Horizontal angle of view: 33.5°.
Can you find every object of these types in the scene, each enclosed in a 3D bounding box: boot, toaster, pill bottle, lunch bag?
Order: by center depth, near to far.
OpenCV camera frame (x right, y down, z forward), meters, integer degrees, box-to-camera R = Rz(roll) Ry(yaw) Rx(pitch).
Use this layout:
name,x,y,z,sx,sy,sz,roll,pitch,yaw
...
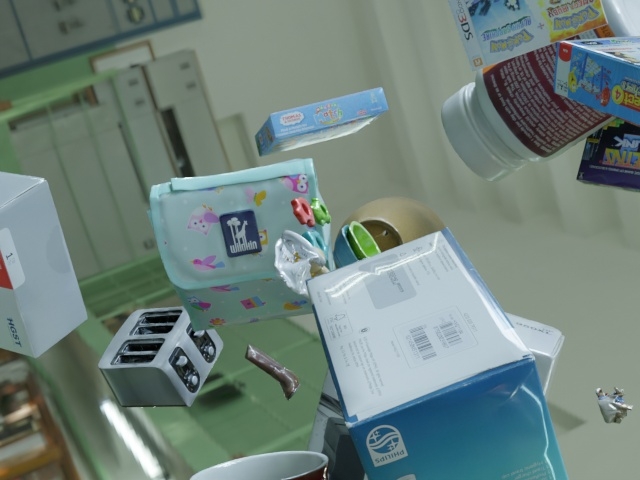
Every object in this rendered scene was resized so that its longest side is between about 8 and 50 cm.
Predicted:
name,x,y,z,sx,sy,sz,roll,pitch,yaw
lunch bag,-0.097,-0.003,1.421,0.262,0.223,0.160,79,4,-57
boot,-0.091,0.232,1.892,0.114,0.037,0.106,39,3,-7
toaster,-0.293,0.212,1.923,0.186,0.168,0.110,-5,-55,28
pill bottle,0.426,-0.283,1.936,0.392,0.224,0.224,-34,-105,34

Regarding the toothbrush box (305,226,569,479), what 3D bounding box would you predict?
name,x,y,z,sx,sy,sz,roll,pitch,yaw
toothbrush box,0.102,0.174,0.781,0.216,0.126,0.295,-110,-179,-67

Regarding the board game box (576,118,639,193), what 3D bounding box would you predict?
name,x,y,z,sx,sy,sz,roll,pitch,yaw
board game box,0.576,-0.163,1.974,0.170,0.048,0.141,12,-94,37

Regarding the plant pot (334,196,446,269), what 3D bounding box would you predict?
name,x,y,z,sx,sy,sz,roll,pitch,yaw
plant pot,0.120,0.023,2.028,0.237,0.237,0.254,66,11,8

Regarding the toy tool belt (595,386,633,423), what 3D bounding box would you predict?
name,x,y,z,sx,sy,sz,roll,pitch,yaw
toy tool belt,0.478,0.264,1.723,0.083,0.051,0.052,-57,126,-72

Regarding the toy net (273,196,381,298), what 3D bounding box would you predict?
name,x,y,z,sx,sy,sz,roll,pitch,yaw
toy net,0.000,0.000,1.198,0.122,0.045,0.232,61,19,4

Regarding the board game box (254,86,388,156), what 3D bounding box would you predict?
name,x,y,z,sx,sy,sz,roll,pitch,yaw
board game box,-0.004,-0.167,1.523,0.211,0.160,0.039,171,-96,-80

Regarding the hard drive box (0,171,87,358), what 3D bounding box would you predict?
name,x,y,z,sx,sy,sz,roll,pitch,yaw
hard drive box,-0.393,0.014,1.195,0.232,0.089,0.181,9,-57,32

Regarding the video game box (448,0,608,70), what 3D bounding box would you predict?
name,x,y,z,sx,sy,sz,roll,pitch,yaw
video game box,0.281,-0.361,1.510,0.048,0.205,0.187,-77,146,-63

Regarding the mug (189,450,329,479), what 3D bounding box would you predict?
name,x,y,z,sx,sy,sz,roll,pitch,yaw
mug,-0.054,0.268,0.851,0.113,0.150,0.169,-161,-118,-88

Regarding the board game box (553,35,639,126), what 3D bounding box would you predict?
name,x,y,z,sx,sy,sz,roll,pitch,yaw
board game box,0.562,-0.236,1.583,0.302,0.308,0.086,-138,-135,-58

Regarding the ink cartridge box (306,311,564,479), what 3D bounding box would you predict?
name,x,y,z,sx,sy,sz,roll,pitch,yaw
ink cartridge box,0.138,0.279,1.453,0.166,0.286,0.394,-19,124,-72
